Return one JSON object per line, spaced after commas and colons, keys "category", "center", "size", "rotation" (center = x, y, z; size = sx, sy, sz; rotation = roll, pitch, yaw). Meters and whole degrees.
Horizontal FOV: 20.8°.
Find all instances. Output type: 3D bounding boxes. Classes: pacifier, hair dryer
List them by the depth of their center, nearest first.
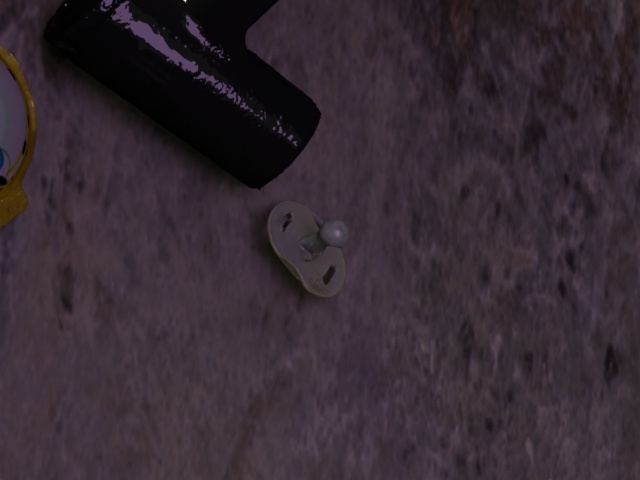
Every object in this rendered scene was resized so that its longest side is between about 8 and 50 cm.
{"category": "hair dryer", "center": [-0.044, -0.174, 1.248], "size": [0.197, 0.251, 0.089], "rotation": [38, 23, -20]}
{"category": "pacifier", "center": [0.000, 0.000, 1.329], "size": [0.083, 0.064, 0.068], "rotation": [51, 44, -13]}

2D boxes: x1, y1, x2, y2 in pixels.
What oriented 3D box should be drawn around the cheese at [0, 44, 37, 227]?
{"category": "cheese", "center": [-0.284, -0.113, 1.184], "size": [0.156, 0.064, 0.250], "rotation": [-38, 103, -31]}
